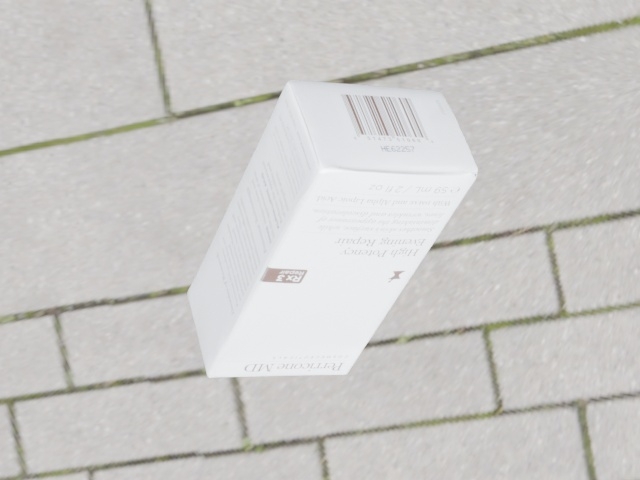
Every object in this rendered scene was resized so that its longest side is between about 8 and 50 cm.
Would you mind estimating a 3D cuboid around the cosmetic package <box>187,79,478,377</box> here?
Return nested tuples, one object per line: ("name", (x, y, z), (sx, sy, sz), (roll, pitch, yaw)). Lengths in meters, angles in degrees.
("cosmetic package", (0.000, 0.000, 0.879), (0.231, 0.117, 0.085), (117, 145, -44))
